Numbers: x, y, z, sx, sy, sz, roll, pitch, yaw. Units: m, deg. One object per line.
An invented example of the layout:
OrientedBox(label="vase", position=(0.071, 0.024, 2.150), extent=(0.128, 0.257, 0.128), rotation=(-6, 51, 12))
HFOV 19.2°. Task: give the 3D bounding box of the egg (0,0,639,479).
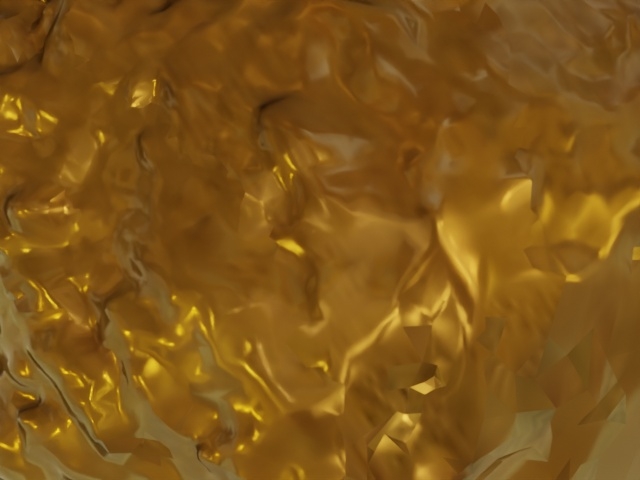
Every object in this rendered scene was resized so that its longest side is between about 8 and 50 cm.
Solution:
OrientedBox(label="egg", position=(0.000, 0.000, 0.505), extent=(0.279, 0.279, 0.310), rotation=(-21, 161, -8))
